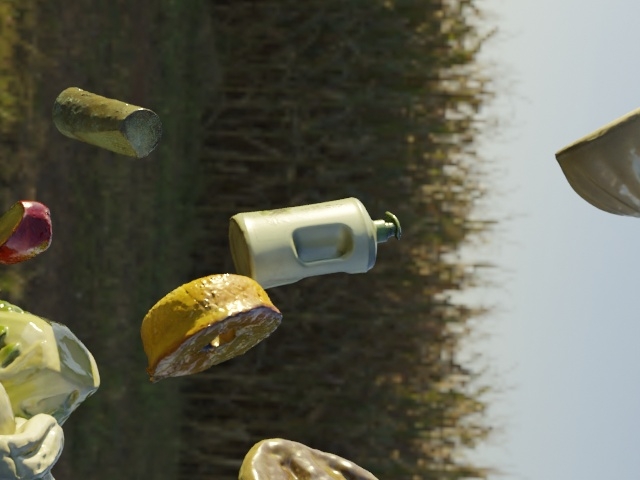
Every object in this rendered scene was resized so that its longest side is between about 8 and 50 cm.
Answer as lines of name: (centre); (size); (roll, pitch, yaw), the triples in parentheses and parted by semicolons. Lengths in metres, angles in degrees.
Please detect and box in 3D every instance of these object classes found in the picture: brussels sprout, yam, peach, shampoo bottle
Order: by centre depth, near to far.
peach: (-0.333, -0.003, 1.415); (0.077, 0.083, 0.050); (104, -31, -48)
brussels sprout: (-0.408, 0.176, 1.573); (0.219, 0.271, 0.210); (-79, 147, -57)
yam: (-0.279, -0.151, 1.682); (0.068, 0.169, 0.068); (-17, 116, -39)
shampoo bottle: (0.000, 0.000, 1.784); (0.087, 0.234, 0.118); (99, -24, -46)

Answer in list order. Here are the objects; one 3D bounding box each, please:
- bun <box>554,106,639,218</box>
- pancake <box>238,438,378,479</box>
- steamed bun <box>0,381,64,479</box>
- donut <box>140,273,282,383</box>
bun: (0.455, -0.101, 1.696); (0.175, 0.263, 0.263); (63, 1, 3)
pancake: (0.012, 0.407, 1.974); (0.049, 0.294, 0.294); (-59, -171, 22)
steamed bun: (-0.410, 0.255, 1.343); (0.320, 0.275, 0.206); (49, 7, -22)
donut: (-0.140, 0.102, 1.604); (0.190, 0.174, 0.075); (-6, 59, -53)
